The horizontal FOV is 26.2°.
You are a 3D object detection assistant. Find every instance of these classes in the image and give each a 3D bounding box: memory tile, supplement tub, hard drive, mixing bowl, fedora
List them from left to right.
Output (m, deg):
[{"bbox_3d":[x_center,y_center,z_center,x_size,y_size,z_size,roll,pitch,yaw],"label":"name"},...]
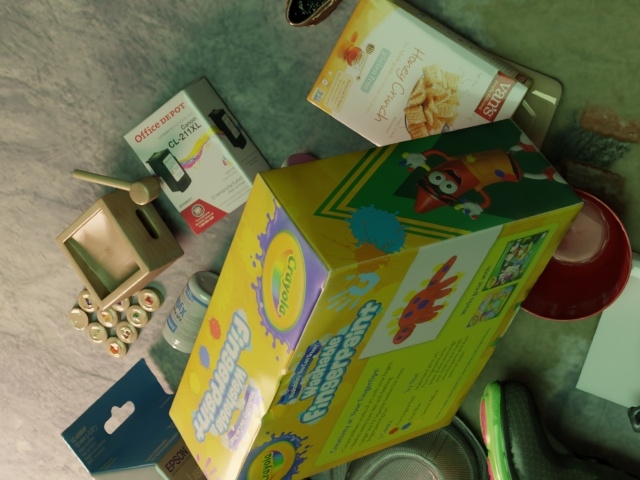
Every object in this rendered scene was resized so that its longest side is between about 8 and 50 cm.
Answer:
[{"bbox_3d":[-0.313,0.103,2.086,0.113,0.012,0.148,40,119,3],"label":"memory tile"},{"bbox_3d":[-0.178,0.104,2.000,0.071,0.071,0.107,35,118,5],"label":"supplement tub"},{"bbox_3d":[0.114,0.363,1.955,0.243,0.124,0.275,41,119,3],"label":"fedora"},{"bbox_3d":[0.311,0.001,1.750,0.181,0.098,0.181,8,113,19],"label":"mixing bowl"},{"bbox_3d":[0.506,0.155,1.766,0.307,0.040,0.203,20,116,13],"label":"hard drive"}]

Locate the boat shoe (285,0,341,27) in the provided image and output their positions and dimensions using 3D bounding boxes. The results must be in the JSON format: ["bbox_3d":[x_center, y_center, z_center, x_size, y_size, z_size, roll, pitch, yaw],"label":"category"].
[{"bbox_3d":[0.025,-0.354,1.740,0.073,0.073,0.207,37,118,6],"label":"boat shoe"}]

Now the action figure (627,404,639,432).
[{"bbox_3d":[0.519,0.181,1.624,0.341,0.178,0.330,-42,60,21],"label":"action figure"}]

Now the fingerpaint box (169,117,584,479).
[{"bbox_3d":[0.053,0.086,1.664,0.163,0.371,0.445,54,142,29],"label":"fingerpaint box"}]

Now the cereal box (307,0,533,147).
[{"bbox_3d":[0.124,-0.188,1.742,0.240,0.047,0.173,33,115,8],"label":"cereal box"}]

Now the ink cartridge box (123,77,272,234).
[{"bbox_3d":[-0.168,-0.117,1.908,0.127,0.072,0.175,-34,96,29],"label":"ink cartridge box"}]

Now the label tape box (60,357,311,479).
[{"bbox_3d":[-0.174,0.332,1.985,0.115,0.249,0.348,-37,94,29],"label":"label tape box"}]

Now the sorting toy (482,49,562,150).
[{"bbox_3d":[0.191,-0.143,1.780,0.193,0.038,0.208,24,112,11],"label":"sorting toy"}]

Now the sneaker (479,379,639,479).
[{"bbox_3d":[0.381,0.365,1.848,0.202,0.185,0.483,-36,97,11],"label":"sneaker"}]

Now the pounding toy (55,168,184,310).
[{"bbox_3d":[-0.276,-0.034,1.962,0.206,0.094,0.181,-36,86,38],"label":"pounding toy"}]

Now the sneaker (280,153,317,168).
[{"bbox_3d":[0.000,0.000,1.883,0.104,0.095,0.236,-34,91,36],"label":"sneaker"}]
